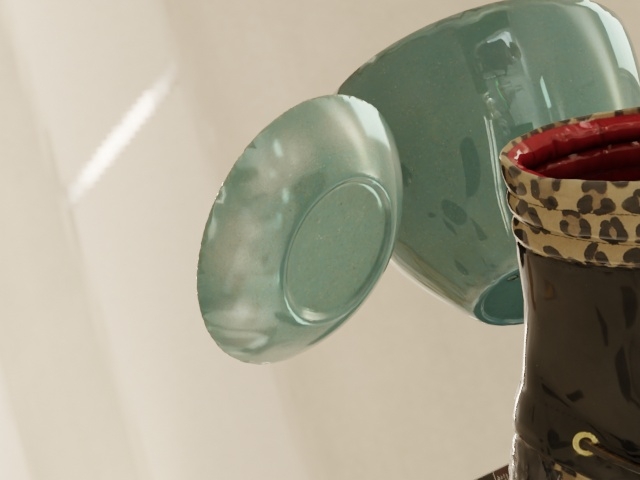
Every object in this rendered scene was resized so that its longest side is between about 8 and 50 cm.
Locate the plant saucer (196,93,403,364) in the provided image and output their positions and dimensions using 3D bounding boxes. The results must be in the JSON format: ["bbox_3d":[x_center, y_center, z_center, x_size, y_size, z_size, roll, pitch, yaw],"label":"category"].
[{"bbox_3d":[0.000,0.000,1.334,0.037,0.195,0.195,27,-52,38],"label":"plant saucer"}]

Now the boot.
[{"bbox_3d":[0.286,0.060,1.195,0.138,0.377,0.284,-64,149,-61],"label":"boot"}]

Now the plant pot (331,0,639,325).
[{"bbox_3d":[0.161,-0.043,1.701,0.290,0.290,0.195,118,-42,-55],"label":"plant pot"}]

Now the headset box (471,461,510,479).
[{"bbox_3d":[0.241,0.236,1.833,0.293,0.218,0.110,-33,-105,45],"label":"headset box"}]
